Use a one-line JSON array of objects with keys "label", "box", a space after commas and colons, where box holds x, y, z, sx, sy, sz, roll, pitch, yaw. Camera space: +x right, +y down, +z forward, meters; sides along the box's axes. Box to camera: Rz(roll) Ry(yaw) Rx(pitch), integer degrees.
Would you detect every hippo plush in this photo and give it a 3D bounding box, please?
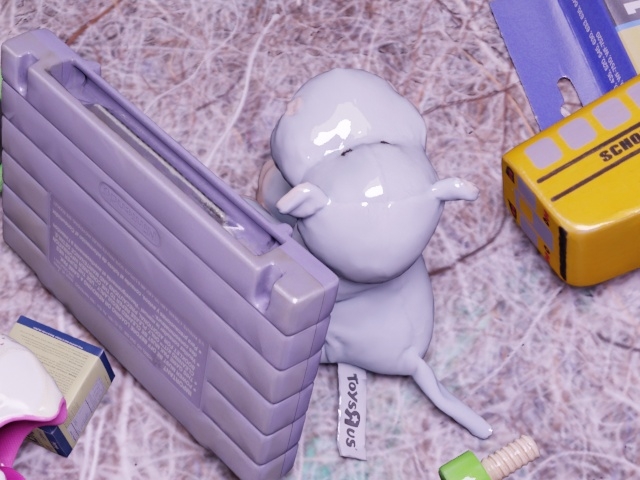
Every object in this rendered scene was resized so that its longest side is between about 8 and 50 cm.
[{"label": "hippo plush", "box": [0.000, 0.000, 0.986, 0.234, 0.236, 0.294, -9, 60, -3]}]

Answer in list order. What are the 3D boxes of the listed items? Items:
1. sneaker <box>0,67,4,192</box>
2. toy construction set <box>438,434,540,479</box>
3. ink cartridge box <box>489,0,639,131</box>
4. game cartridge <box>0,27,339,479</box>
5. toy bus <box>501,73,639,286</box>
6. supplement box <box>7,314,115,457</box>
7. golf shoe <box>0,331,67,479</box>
[{"label": "sneaker", "box": [-0.508, -0.106, 1.096, 0.483, 0.202, 0.185, -14, 59, -5]}, {"label": "toy construction set", "box": [0.073, 0.278, 0.799, 0.237, 0.309, 0.257, -28, 54, -8]}, {"label": "ink cartridge box", "box": [0.354, -0.166, 1.164, 0.307, 0.072, 0.303, -13, 61, -7]}, {"label": "game cartridge", "box": [-0.136, 0.014, 0.984, 0.068, 0.230, 0.355, -31, 57, -33]}, {"label": "toy bus", "box": [0.326, -0.088, 1.025, 0.333, 0.108, 0.130, -30, 60, -6]}, {"label": "supplement box", "box": [-0.232, 0.122, 1.031, 0.083, 0.056, 0.083, 20, 63, 15]}, {"label": "golf shoe", "box": [-0.313, 0.202, 0.935, 0.140, 0.115, 0.306, 32, 87, 6]}]
